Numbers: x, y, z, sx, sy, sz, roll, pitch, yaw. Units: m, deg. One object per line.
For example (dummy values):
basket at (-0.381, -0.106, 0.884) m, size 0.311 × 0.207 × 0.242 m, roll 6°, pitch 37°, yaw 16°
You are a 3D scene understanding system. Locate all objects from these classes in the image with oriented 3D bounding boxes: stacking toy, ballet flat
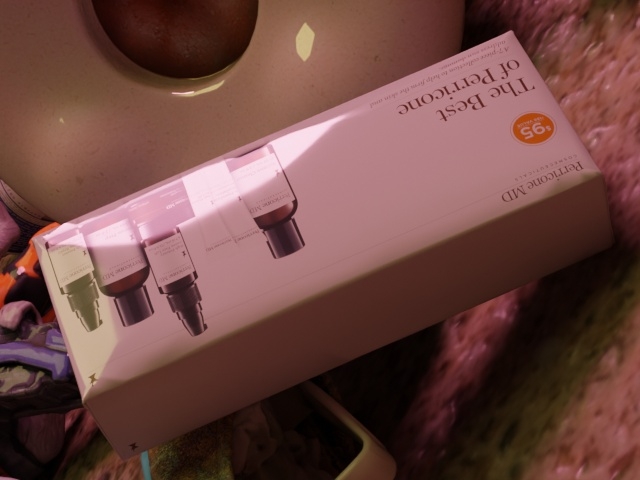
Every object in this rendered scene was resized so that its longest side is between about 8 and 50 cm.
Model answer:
stacking toy at (-0.032, -0.220, 1.124) m, size 0.350 × 0.350 × 0.480 m, roll -45°, pitch 4°, yaw 28°
ballet flat at (-0.010, 0.139, 0.671) m, size 0.123 × 0.123 × 0.348 m, roll -52°, pitch 20°, yaw 11°

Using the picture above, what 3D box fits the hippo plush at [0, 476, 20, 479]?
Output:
hippo plush at (-0.158, 0.194, 0.794) m, size 0.236 × 0.294 × 0.234 m, roll -4°, pitch 13°, yaw 39°

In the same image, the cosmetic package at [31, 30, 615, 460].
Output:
cosmetic package at (0.000, 0.000, 0.717) m, size 0.239 × 0.060 × 0.099 m, roll -24°, pitch 55°, yaw -2°

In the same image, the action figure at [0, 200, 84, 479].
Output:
action figure at (-0.214, 0.087, 1.237) m, size 0.341 × 0.178 × 0.330 m, roll -4°, pitch 57°, yaw 32°

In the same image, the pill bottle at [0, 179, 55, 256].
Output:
pill bottle at (-0.305, -0.048, 1.638) m, size 0.186 × 0.112 × 0.112 m, roll -31°, pitch 31°, yaw 50°
